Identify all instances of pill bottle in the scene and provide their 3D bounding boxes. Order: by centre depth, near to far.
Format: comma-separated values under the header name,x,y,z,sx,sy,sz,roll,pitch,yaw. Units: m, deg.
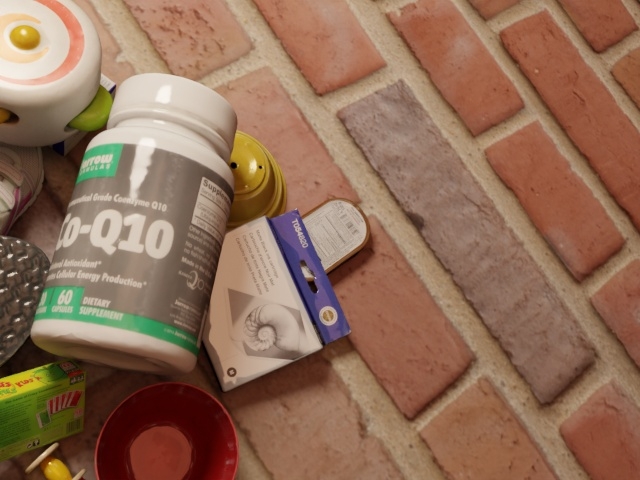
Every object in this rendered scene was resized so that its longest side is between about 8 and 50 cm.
name,x,y,z,sx,sy,sz,roll,pitch,yaw
pill bottle,-0.227,-0.019,0.920,0.204,0.204,0.361,15,69,-15

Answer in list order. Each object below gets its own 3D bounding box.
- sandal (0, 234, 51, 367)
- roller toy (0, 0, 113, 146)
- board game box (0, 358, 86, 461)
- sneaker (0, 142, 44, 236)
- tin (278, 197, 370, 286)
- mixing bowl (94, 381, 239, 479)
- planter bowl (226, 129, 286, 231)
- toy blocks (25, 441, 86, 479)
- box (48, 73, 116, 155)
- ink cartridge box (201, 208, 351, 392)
name,x,y,z,sx,sy,sz,roll,pitch,yaw
sandal,-0.513,0.171,0.864,0.167,0.107,0.446,40,75,-12
roller toy,-0.397,-0.237,0.943,0.209,0.146,0.191,-14,75,-24
board game box,-0.382,0.217,0.862,0.181,0.043,0.092,-13,119,-46
sneaker,-0.452,-0.062,0.960,0.103,0.111,0.252,17,66,-14
tin,0.000,0.000,1.152,0.190,0.040,0.106,-35,81,-27
mixing bowl,-0.207,0.286,0.932,0.181,0.098,0.181,7,68,-18
planter bowl,-0.145,-0.102,1.104,0.217,0.090,0.217,7,68,-18
toy blocks,-0.327,0.348,0.880,0.148,0.054,0.123,45,49,0
box,-0.403,-0.220,1.059,0.137,0.072,0.126,36,62,-4
ink cartridge box,-0.087,0.083,1.056,0.224,0.045,0.223,-23,84,-17
